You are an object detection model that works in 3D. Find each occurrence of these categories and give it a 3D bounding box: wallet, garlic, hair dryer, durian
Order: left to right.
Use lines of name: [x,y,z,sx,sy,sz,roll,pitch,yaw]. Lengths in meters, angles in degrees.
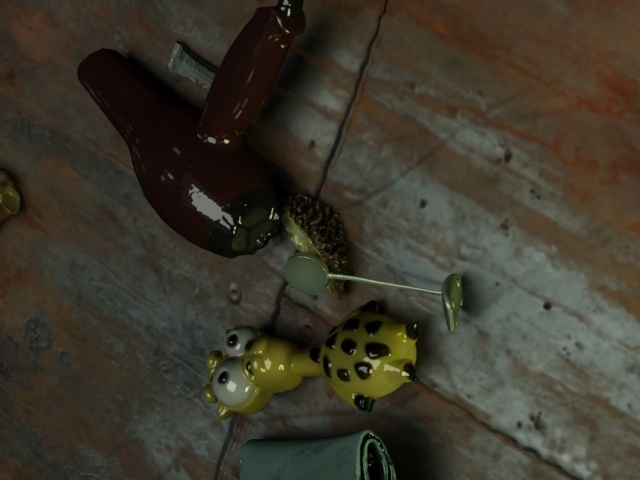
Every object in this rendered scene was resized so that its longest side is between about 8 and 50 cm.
garlic: [-0.445,-0.040,1.674,0.152,0.066,0.084,-35,81,31]
hair dryer: [-0.114,-0.182,1.380,0.312,0.123,0.340,51,129,25]
wallet: [-0.013,0.346,1.373,0.251,0.054,0.290,-14,72,55]
durian: [-0.007,0.004,1.395,0.066,0.052,0.130,-39,80,34]

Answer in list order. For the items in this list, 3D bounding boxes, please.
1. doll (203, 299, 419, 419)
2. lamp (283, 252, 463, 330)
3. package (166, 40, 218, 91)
doll: [-0.017,0.130,1.407,0.291,0.086,0.117,-9,60,36]
lamp: [0.049,0.051,1.338,0.198,0.056,0.050,6,127,22]
package: [-0.127,-0.182,1.462,0.110,0.015,0.037,35,117,25]
